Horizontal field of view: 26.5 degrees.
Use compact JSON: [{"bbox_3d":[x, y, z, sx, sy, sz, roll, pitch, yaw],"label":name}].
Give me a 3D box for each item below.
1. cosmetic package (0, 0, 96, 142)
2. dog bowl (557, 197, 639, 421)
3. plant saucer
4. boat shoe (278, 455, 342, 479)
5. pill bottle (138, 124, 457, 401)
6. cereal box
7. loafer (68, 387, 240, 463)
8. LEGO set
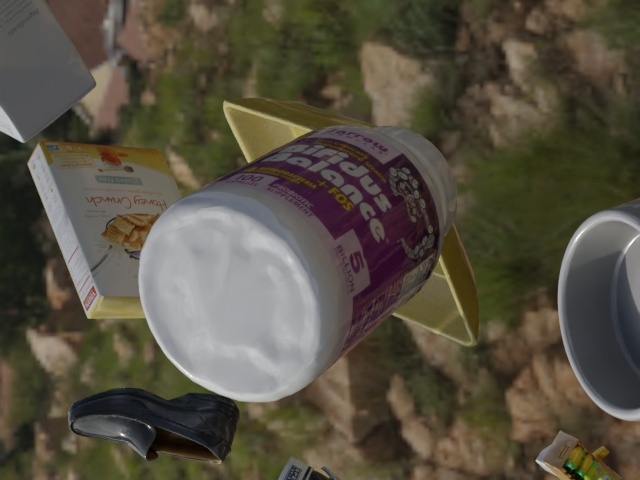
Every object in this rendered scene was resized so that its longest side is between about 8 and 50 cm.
[{"bbox_3d":[-0.279,-0.192,1.034,0.117,0.085,0.231,24,150,46],"label":"cosmetic package"},{"bbox_3d":[0.467,0.104,1.972,0.349,0.102,0.348,176,90,-67],"label":"dog bowl"},{"bbox_3d":[0.058,-0.045,1.754,0.333,0.081,0.332,22,148,43],"label":"plant saucer"},{"bbox_3d":[-0.010,0.341,1.738,0.306,0.105,0.113,104,-169,-69],"label":"boat shoe"},{"bbox_3d":[0.000,0.000,1.106,0.169,0.301,0.169,10,112,25],"label":"pill bottle"},{"bbox_3d":[-0.228,-0.013,1.601,0.047,0.173,0.240,-53,51,35],"label":"cereal box"},{"bbox_3d":[-0.166,0.183,1.320,0.062,0.170,0.061,78,-166,-48],"label":"loafer"},{"bbox_3d":[0.288,0.307,1.343,0.107,0.132,0.287,-116,16,-48],"label":"LEGO set"}]
